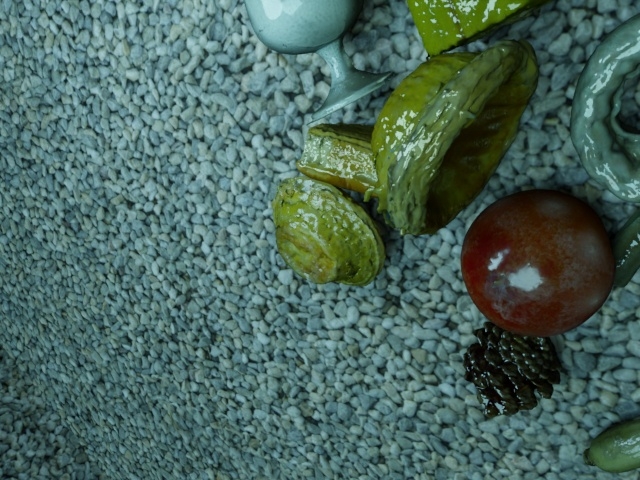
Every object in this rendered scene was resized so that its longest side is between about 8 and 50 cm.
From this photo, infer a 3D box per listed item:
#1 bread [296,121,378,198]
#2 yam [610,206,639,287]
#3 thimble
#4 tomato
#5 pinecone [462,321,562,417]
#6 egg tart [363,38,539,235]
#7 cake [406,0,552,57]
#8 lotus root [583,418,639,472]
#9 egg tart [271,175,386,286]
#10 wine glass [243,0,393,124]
[{"bbox_3d":[0.082,-0.158,1.369,0.245,0.174,0.121,20,120,19],"label":"bread"},{"bbox_3d":[0.552,0.002,1.206,0.068,0.068,0.169,33,123,16],"label":"yam"},{"bbox_3d":[0.537,-0.211,1.048,0.291,0.195,0.292,13,119,23],"label":"thimble"},{"bbox_3d":[0.373,0.042,1.215,0.264,0.265,0.265,13,116,27],"label":"tomato"},{"bbox_3d":[0.369,0.252,1.368,0.204,0.179,0.184,-49,58,53],"label":"pinecone"},{"bbox_3d":[0.211,-0.180,1.160,0.169,0.387,0.388,41,126,23],"label":"egg tart"},{"bbox_3d":[0.275,-0.412,1.120,0.260,0.179,0.156,-12,107,53],"label":"cake"},{"bbox_3d":[0.589,0.401,1.339,0.077,0.090,0.183,51,131,-3],"label":"lotus root"},{"bbox_3d":[0.000,0.000,1.473,0.294,0.123,0.294,27,145,21],"label":"egg tart"},{"bbox_3d":[-0.010,-0.407,1.285,0.238,0.238,0.323,-24,102,37],"label":"wine glass"}]
